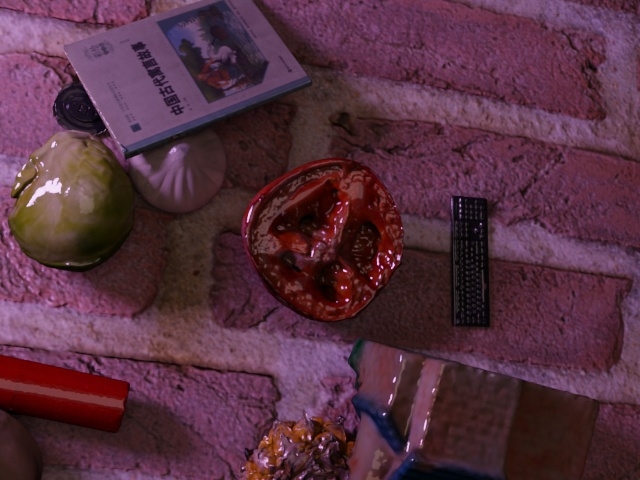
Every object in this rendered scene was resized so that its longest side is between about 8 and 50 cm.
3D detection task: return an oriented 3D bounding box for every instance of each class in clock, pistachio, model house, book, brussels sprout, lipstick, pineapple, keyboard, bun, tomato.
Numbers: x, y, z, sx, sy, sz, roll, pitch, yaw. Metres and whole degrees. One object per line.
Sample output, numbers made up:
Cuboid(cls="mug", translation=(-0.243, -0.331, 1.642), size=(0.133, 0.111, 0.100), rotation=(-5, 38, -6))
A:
Cuboid(cls="clock", translation=(-0.326, -0.180, 1.184), size=(0.083, 0.010, 0.074), rotation=(24, 76, -9))
Cuboid(cls="pistachio", translation=(-0.402, 0.263, 1.036), size=(0.113, 0.113, 0.149), rotation=(-26, 109, -17))
Cuboid(cls="model house", translation=(0.165, 0.299, 1.112), size=(0.312, 0.245, 0.280), rotation=(17, 84, -20))
Cuboid(cls="book", translation=(-0.183, -0.239, 1.184), size=(0.282, 0.025, 0.215), rotation=(-26, 64, -19))
Cuboid(cls="brussels sprout", translation=(-0.310, -0.048, 1.110), size=(0.145, 0.131, 0.183), rotation=(19, 76, 12))
Cuboid(cls="lipstick", translation=(-0.384, 0.183, 1.079), size=(0.279, 0.073, 0.073), rotation=(15, 78, -12))
Cuboid(cls="pineapple", translation=(-0.009, 0.335, 1.149), size=(0.224, 0.076, 0.225), rotation=(2, 82, -16))
Cuboid(cls="keyboard", translation=(0.225, 0.031, 1.291), size=(0.063, 0.010, 0.198), rotation=(3, 80, -16))
Cuboid(cls="bun", translation=(-0.191, -0.110, 1.166), size=(0.138, 0.094, 0.138), rotation=(4, 77, -16))
Cuboid(cls="tomato", translation=(-0.003, 0.000, 1.195), size=(0.227, 0.101, 0.228), rotation=(0, 90, -14))
